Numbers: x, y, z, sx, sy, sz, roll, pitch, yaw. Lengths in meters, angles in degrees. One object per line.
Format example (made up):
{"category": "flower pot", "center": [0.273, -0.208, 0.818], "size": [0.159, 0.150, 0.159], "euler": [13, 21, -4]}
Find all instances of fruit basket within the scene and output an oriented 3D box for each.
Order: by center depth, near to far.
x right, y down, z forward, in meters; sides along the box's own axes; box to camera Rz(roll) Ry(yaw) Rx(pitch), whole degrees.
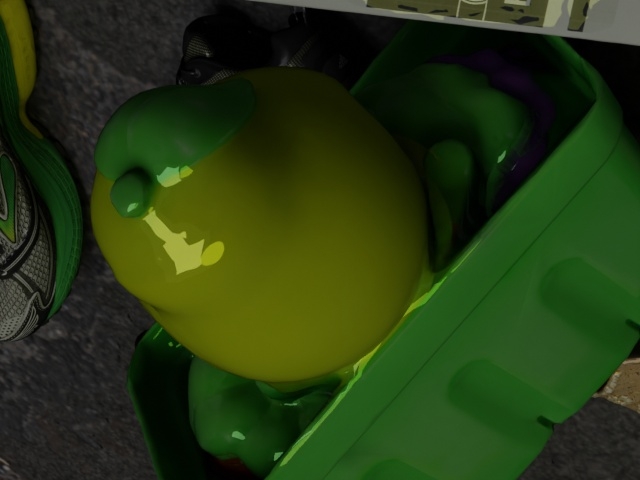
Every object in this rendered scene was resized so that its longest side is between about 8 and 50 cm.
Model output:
{"category": "fruit basket", "center": [0.000, 0.000, 1.142], "size": [0.392, 0.283, 0.392], "euler": [-7, 118, -13]}

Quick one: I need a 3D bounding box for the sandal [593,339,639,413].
{"category": "sandal", "center": [0.225, 0.087, 1.336], "size": [0.240, 0.088, 0.079], "euler": [-12, 117, 32]}

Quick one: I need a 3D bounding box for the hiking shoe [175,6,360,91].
{"category": "hiking shoe", "center": [-0.069, -0.101, 1.352], "size": [0.227, 0.086, 0.114], "euler": [-19, 105, 35]}

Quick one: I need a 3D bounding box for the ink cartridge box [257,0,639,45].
{"category": "ink cartridge box", "center": [0.034, -0.181, 1.055], "size": [0.332, 0.165, 0.065], "euler": [5, 123, -4]}

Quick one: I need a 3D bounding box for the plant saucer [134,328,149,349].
{"category": "plant saucer", "center": [-0.016, 0.141, 1.447], "size": [0.278, 0.278, 0.041], "euler": [36, 97, -4]}

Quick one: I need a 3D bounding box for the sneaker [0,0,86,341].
{"category": "sneaker", "center": [-0.280, -0.049, 1.464], "size": [0.134, 0.146, 0.343], "euler": [10, 135, 23]}
